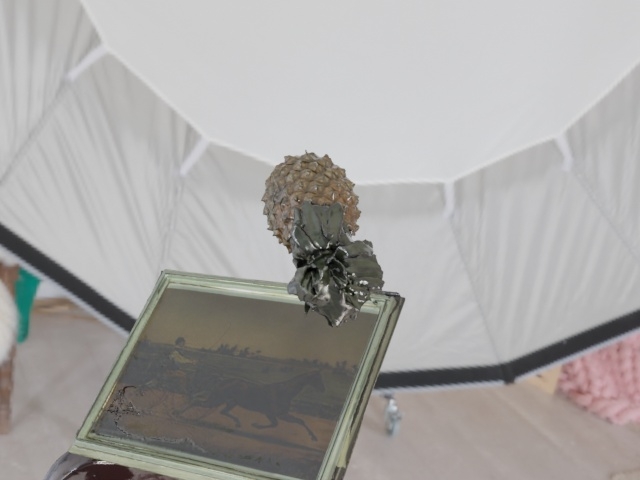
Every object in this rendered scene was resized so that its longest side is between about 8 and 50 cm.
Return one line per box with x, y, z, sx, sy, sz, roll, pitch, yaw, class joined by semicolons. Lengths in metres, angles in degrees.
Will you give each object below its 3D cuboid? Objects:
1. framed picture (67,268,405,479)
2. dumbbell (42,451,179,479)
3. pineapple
-0.074;0.110;0.752;0.252;0.014;0.197;5;53;27;framed picture
-0.179;0.298;0.825;0.140;0.124;0.225;4;31;-24;dumbbell
0.000;0.000;0.608;0.074;0.074;0.159;6;28;-13;pineapple
